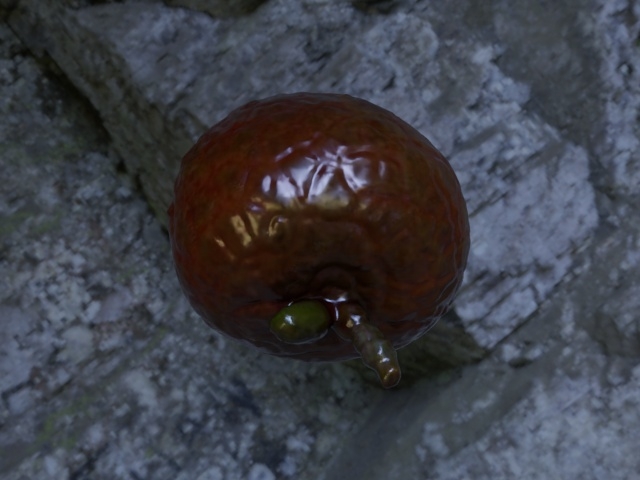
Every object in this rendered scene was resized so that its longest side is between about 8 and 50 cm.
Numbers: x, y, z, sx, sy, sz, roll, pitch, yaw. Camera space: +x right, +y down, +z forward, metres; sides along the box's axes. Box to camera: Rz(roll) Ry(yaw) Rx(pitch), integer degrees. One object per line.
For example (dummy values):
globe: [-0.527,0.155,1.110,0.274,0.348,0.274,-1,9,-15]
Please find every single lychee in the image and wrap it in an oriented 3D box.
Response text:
lychee: [0.000,0.000,0.701,0.255,0.255,0.300,-40,41,40]
